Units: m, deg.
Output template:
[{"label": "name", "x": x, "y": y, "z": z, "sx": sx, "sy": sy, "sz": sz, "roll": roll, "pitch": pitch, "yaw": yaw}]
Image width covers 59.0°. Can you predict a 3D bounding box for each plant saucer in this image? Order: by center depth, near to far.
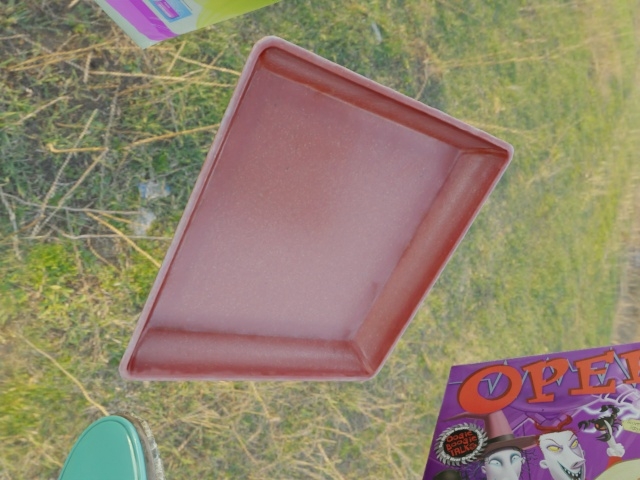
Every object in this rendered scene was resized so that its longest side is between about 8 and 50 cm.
[{"label": "plant saucer", "x": 0.000, "y": 0.000, "z": 0.449, "sx": 0.258, "sy": 0.048, "sz": 0.259, "roll": 11, "pitch": 115, "yaw": -38}]

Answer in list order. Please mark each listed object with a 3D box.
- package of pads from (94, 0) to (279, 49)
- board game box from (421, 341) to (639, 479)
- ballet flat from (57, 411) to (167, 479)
[{"label": "package of pads", "x": -0.134, "y": -0.310, "z": 0.494, "sx": 0.229, "sy": 0.296, "sz": 0.101, "roll": 47, "pitch": 54, "yaw": -42}, {"label": "board game box", "x": 0.219, "y": 0.126, "z": 0.292, "sx": 0.056, "sy": 0.346, "sz": 0.208, "roll": 65, "pitch": 31, "yaw": -15}, {"label": "ballet flat", "x": -0.223, "y": 0.441, "z": 0.599, "sx": 0.182, "sy": 0.163, "sz": 0.483, "roll": 60, "pitch": 17, "yaw": -47}]
